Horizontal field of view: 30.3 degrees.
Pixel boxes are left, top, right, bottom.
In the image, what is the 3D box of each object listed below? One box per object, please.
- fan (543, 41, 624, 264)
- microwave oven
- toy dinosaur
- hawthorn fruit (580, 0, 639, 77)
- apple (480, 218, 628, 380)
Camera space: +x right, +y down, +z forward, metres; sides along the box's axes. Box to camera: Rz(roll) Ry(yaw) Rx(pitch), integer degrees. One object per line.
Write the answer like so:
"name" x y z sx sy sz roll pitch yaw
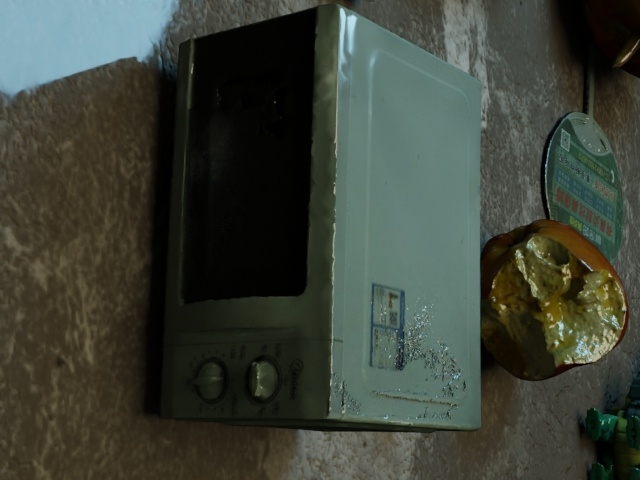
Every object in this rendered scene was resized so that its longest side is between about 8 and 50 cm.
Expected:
"fan" 0.331 -0.103 1.520 0.223 0.012 0.294 -19 99 -51
"microwave oven" 0.000 0.000 0.932 0.237 0.181 0.295 16 72 -52
"toy dinosaur" 0.395 0.288 1.481 0.153 0.094 0.259 2 91 -48
"hawthorn fruit" 0.454 -0.319 1.522 0.298 0.277 0.277 -46 122 -25
"apple" 0.241 0.059 1.262 0.147 0.156 0.158 -18 87 -68
